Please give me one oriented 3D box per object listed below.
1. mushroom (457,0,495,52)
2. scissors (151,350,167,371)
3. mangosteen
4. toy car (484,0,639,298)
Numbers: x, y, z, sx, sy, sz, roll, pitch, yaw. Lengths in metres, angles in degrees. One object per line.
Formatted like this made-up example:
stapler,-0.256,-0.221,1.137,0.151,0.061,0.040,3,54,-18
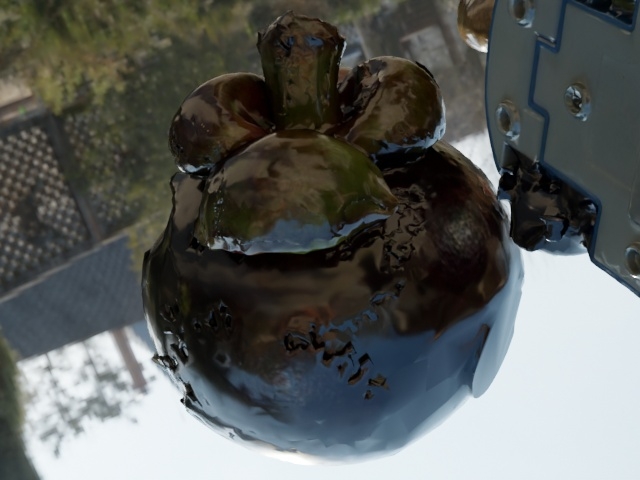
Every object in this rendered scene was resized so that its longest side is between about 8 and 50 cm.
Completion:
mushroom,0.259,-0.232,1.006,0.278,0.146,0.278,-11,-168,2
scissors,-0.138,0.186,1.355,0.022,0.176,0.085,-49,161,-35
mangosteen,0.016,0.018,1.040,0.381,0.381,0.421,-27,148,-32
toy car,0.208,-0.060,0.542,0.166,0.198,0.314,-12,-148,-24
